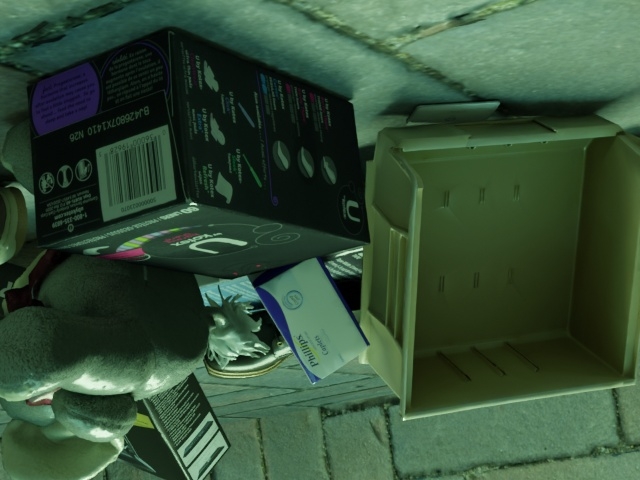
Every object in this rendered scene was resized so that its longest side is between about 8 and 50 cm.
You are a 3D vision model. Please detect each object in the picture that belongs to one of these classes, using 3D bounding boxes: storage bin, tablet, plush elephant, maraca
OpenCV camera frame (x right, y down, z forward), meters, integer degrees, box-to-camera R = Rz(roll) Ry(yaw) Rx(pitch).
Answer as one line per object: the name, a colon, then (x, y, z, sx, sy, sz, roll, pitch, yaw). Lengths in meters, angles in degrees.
storage bin: (0.183, 0.018, 1.306, 0.262, 0.260, 0.123, -6, -159, -20)
tablet: (0.128, -0.123, 1.281, 0.083, 0.006, 0.054, -4, 167, -10)
plush elephant: (-0.245, 0.086, 1.229, 0.255, 0.272, 0.330, -25, 147, 27)
maraca: (0.115, 0.057, 1.413, 0.127, 0.099, 0.185, -17, 140, -20)

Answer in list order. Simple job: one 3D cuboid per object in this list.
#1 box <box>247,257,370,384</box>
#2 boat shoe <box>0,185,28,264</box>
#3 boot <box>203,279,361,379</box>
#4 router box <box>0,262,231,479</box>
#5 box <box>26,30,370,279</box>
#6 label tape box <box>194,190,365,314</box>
box: (-0.023, 0.052, 1.319, 0.072, 0.126, 0.137, -31, -155, -2)
boat shoe: (-0.420, 0.011, 1.378, 0.285, 0.102, 0.092, -22, 155, 38)
boot: (-0.037, 0.093, 1.511, 0.198, 0.077, 0.137, -19, 165, -18)
router box: (-0.281, 0.157, 1.587, 0.309, 0.081, 0.243, 13, 140, 36)
box: (-0.098, -0.060, 1.129, 0.165, 0.143, 0.270, -14, 166, 31)
label tape box: (0.000, 0.000, 1.520, 0.348, 0.115, 0.249, -16, 165, 18)
